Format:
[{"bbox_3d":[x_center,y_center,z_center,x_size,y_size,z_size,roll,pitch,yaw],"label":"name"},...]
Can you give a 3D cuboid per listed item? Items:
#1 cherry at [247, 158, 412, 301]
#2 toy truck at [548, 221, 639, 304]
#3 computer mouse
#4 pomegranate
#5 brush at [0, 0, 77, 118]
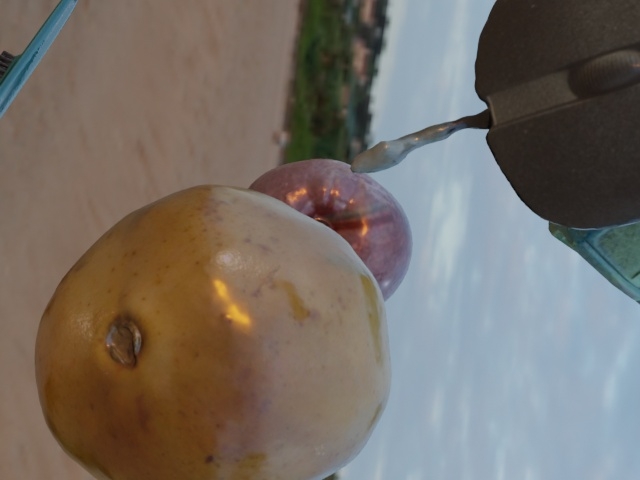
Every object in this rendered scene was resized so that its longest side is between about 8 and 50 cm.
[{"bbox_3d":[0.000,0.000,1.899,0.213,0.236,0.285,-53,-177,-2],"label":"cherry"},{"bbox_3d":[0.324,-0.008,1.285,0.155,0.279,0.156,-41,-142,22],"label":"toy truck"},{"bbox_3d":[0.195,-0.091,0.762,0.090,0.379,0.167,40,35,-78],"label":"computer mouse"},{"bbox_3d":[-0.066,0.074,0.944,0.233,0.233,0.233,-172,-90,-88],"label":"pomegranate"},{"bbox_3d":[-0.291,-0.184,1.407,0.043,0.032,0.193,107,8,-62],"label":"brush"}]
